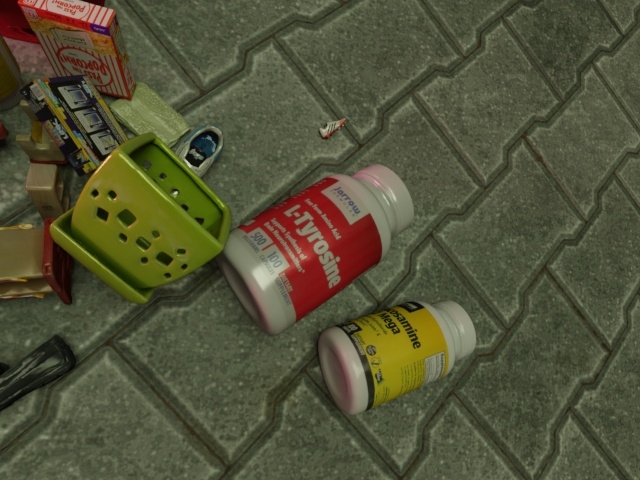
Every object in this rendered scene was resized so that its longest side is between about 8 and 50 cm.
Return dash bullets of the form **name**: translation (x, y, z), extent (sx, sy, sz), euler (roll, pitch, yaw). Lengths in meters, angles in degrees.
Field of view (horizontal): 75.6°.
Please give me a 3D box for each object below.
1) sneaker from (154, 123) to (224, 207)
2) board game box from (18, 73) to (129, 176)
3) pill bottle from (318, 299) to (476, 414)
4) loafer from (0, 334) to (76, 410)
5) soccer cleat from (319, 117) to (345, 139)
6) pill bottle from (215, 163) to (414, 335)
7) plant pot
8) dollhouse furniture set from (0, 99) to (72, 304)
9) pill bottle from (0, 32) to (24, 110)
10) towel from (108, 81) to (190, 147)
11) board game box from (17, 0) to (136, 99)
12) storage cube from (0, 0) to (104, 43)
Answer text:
- **sneaker**: translation (-0.290, -0.155, 0.887), extent (0.085, 0.086, 0.237), euler (33, 72, -14)
- **board game box**: translation (-0.453, -0.223, 0.788), extent (0.048, 0.141, 0.171), euler (-22, 110, 15)
- **pill bottle**: translation (0.178, 0.246, 0.939), extent (0.333, 0.188, 0.188), euler (-13, 86, -23)
- **loafer**: translation (-0.557, 0.251, 0.725), extent (0.223, 0.076, 0.078), euler (-31, 87, -27)
- **soccer cleat**: translation (0.032, -0.296, 1.063), extent (0.083, 0.029, 0.036), euler (-43, 101, -17)
- **pill bottle**: translation (0.000, 0.000, 0.893), extent (0.407, 0.229, 0.229), euler (-33, 93, -22)
- **plant pot**: translation (-0.317, -0.035, 0.748), extent (0.207, 0.227, 0.228), euler (-39, 111, 8)
- **dollhouse furniture set**: translation (-0.573, -0.067, 0.754), extent (0.201, 0.152, 0.375), euler (-3, 65, -21)
- **pill bottle**: translation (-0.611, -0.320, 0.726), extent (0.119, 0.208, 0.119), euler (4, 79, -21)
- **towel**: translation (-0.372, -0.269, 0.906), extent (0.148, 0.027, 0.110), euler (43, 68, -9)
- **board game box**: translation (-0.450, -0.367, 0.790), extent (0.146, 0.193, 0.045), euler (12, 68, -8)
- **storage cube**: translation (-0.538, -0.514, 0.796), extent (0.183, 0.193, 0.215), euler (8, 79, -19)
